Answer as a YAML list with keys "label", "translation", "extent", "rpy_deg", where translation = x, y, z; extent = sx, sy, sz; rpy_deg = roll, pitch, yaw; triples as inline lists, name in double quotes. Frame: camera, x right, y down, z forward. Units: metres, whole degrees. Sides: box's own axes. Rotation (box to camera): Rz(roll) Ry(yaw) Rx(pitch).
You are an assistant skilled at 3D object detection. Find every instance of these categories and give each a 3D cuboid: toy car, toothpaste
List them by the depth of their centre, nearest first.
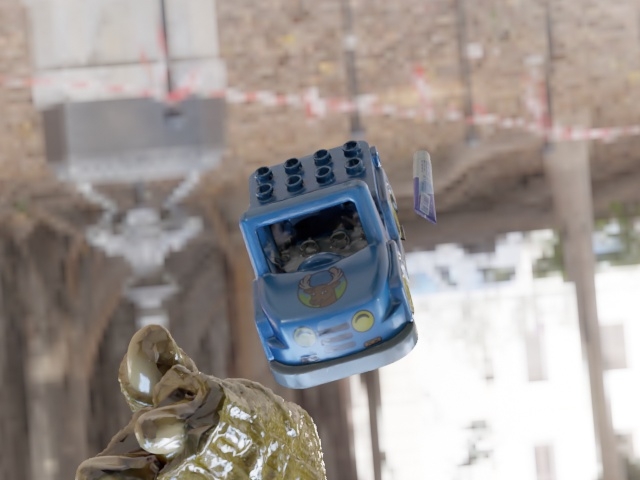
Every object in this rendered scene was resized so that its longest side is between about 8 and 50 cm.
- label: "toy car"
  translation: [0.000, 0.000, 1.252]
  extent: [0.097, 0.100, 0.191]
  rpy_deg: [-16, -143, 7]
- label: "toothpaste"
  translation: [0.084, -0.045, 1.604]
  extent: [0.024, 0.083, 0.015]
  rpy_deg: [32, 122, -25]

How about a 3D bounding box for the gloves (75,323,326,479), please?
- label: "gloves"
  translation: [-0.070, 0.183, 1.397]
  extent: [0.155, 0.203, 0.356]
  rpy_deg: [-11, 156, 14]
